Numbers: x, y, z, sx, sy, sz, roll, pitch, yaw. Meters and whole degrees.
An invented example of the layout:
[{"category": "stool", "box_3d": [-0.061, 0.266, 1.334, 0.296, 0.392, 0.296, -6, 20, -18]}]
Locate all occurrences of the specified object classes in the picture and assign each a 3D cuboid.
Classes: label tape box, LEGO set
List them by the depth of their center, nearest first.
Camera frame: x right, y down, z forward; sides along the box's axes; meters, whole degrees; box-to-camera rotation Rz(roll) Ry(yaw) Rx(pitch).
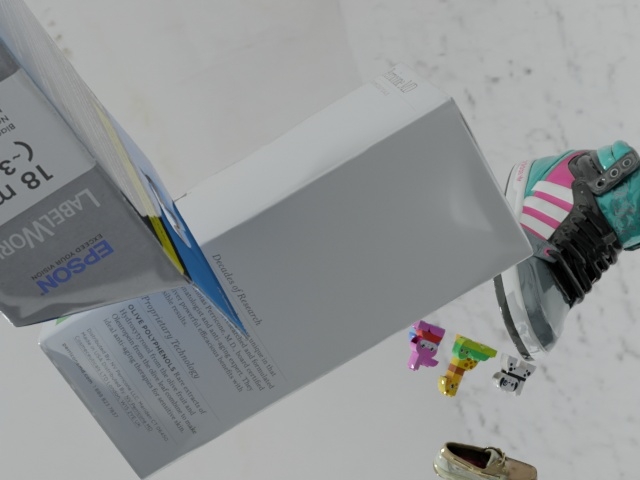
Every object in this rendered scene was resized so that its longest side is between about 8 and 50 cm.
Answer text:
[{"category": "label tape box", "box_3d": [-0.198, -0.074, 0.686, 0.106, 0.241, 0.334, -34, -48, -1]}, {"category": "LEGO set", "box_3d": [0.198, 0.187, 1.664, 0.227, 0.087, 0.093, 22, -91, -27]}]

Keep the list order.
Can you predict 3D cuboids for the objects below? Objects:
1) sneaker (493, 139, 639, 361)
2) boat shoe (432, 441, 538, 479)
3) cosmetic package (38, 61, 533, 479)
[{"category": "sneaker", "box_3d": [0.285, -0.004, 1.154, 0.124, 0.178, 0.295, 56, -148, -29]}, {"category": "boat shoe", "box_3d": [0.211, 0.282, 1.400, 0.135, 0.050, 0.045, 9, -56, -6]}, {"category": "cosmetic package", "box_3d": [-0.032, 0.017, 0.939, 0.365, 0.197, 0.155, -32, -72, 1]}]
